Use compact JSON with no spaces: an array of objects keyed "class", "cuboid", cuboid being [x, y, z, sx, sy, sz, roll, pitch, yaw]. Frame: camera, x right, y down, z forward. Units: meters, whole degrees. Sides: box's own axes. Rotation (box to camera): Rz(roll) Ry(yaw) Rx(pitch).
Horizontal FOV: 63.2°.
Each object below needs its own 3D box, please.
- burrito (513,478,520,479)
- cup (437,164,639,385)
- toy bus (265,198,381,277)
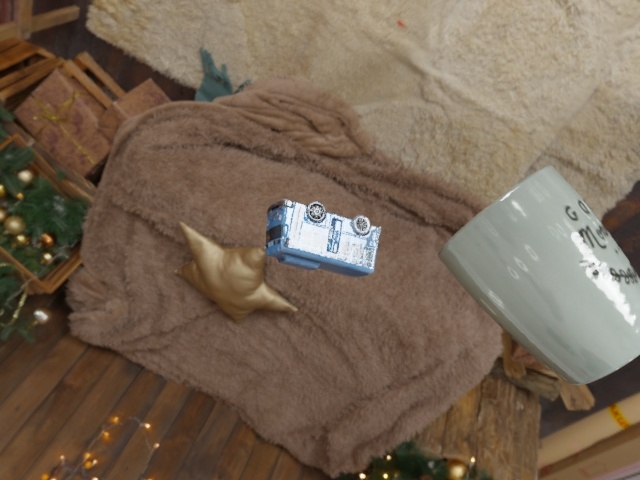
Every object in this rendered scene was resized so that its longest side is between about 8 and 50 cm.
[{"class":"burrito","cuboid":[0.154,0.198,0.357,0.045,0.058,0.188,29,172,22]},{"class":"cup","cuboid":[0.319,0.042,0.695,0.234,0.258,0.186,52,129,14]},{"class":"toy bus","cuboid":[0.000,0.000,1.111,0.234,0.133,0.116,15,167,-23]}]
